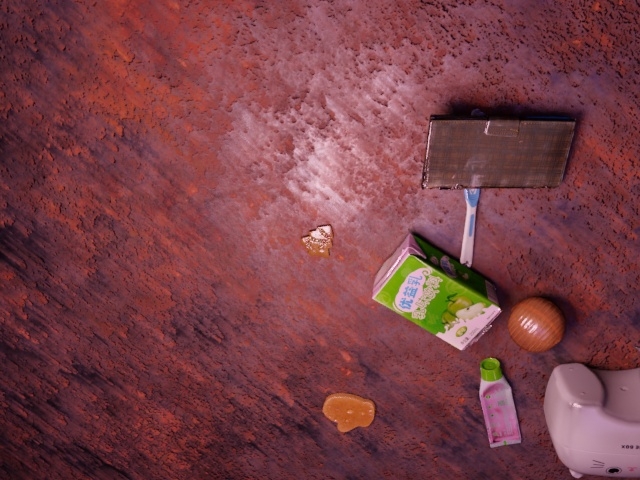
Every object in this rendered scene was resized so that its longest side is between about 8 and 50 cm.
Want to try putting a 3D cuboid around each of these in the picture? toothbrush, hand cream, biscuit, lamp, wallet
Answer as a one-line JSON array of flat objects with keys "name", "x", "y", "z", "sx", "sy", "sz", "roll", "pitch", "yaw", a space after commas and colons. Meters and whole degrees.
[{"name": "toothbrush", "x": 0.342, "y": -0.108, "z": 1.473, "sx": 0.040, "sy": 0.040, "sz": 0.386, "roll": 2, "pitch": 116, "yaw": 5}, {"name": "hand cream", "x": 0.463, "y": 0.428, "z": 1.676, "sx": 0.079, "sy": 0.050, "sz": 0.275, "roll": 0, "pitch": 121, "yaw": 33}, {"name": "biscuit", "x": 0.074, "y": 0.463, "z": 1.737, "sx": 0.140, "sy": 0.023, "sz": 0.118, "roll": 17, "pitch": 113, "yaw": -2}, {"name": "biscuit", "x": 0.000, "y": 0.000, "z": 1.558, "sx": 0.082, "sy": 0.016, "sz": 0.092, "roll": 35, "pitch": 113, "yaw": -8}, {"name": "lamp", "x": 0.508, "y": 0.197, "z": 1.522, "sx": 0.136, "sy": 0.136, "sz": 0.136, "roll": 2, "pitch": 113, "yaw": 5}, {"name": "wallet", "x": 0.379, "y": -0.188, "z": 1.391, "sx": 0.317, "sy": 0.044, "sz": 0.169, "roll": -1, "pitch": 118, "yaw": -5}]

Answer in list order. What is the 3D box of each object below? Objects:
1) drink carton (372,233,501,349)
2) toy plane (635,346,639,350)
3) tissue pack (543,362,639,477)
[{"name": "drink carton", "x": 0.272, "y": 0.125, "z": 1.523, "sx": 0.271, "sy": 0.108, "sz": 0.161, "roll": 31, "pitch": 119, "yaw": -8}, {"name": "toy plane", "x": 0.869, "y": 0.252, "z": 1.519, "sx": 0.226, "sy": 0.058, "sz": 0.226, "roll": -30, "pitch": 93, "yaw": 44}, {"name": "tissue pack", "x": 0.714, "y": 0.436, "z": 1.545, "sx": 0.333, "sy": 0.229, "sz": 0.236, "roll": 0, "pitch": 112, "yaw": 6}]
